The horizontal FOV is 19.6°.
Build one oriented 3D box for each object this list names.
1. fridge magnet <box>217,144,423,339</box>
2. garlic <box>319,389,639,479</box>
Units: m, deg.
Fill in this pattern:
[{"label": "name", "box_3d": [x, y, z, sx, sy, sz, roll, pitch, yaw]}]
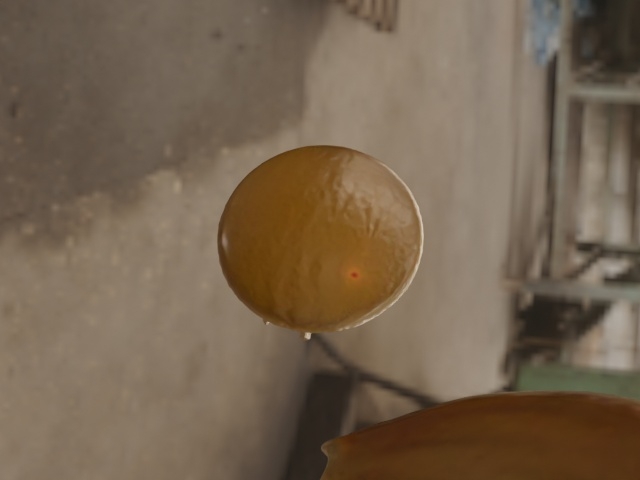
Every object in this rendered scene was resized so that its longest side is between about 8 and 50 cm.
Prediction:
[{"label": "fridge magnet", "box_3d": [0.000, 0.000, 1.276, 0.063, 0.143, 0.143, 81, 21, -63]}, {"label": "garlic", "box_3d": [0.087, 0.109, 0.494, 0.128, 0.206, 0.115, 40, 89, -31]}]
